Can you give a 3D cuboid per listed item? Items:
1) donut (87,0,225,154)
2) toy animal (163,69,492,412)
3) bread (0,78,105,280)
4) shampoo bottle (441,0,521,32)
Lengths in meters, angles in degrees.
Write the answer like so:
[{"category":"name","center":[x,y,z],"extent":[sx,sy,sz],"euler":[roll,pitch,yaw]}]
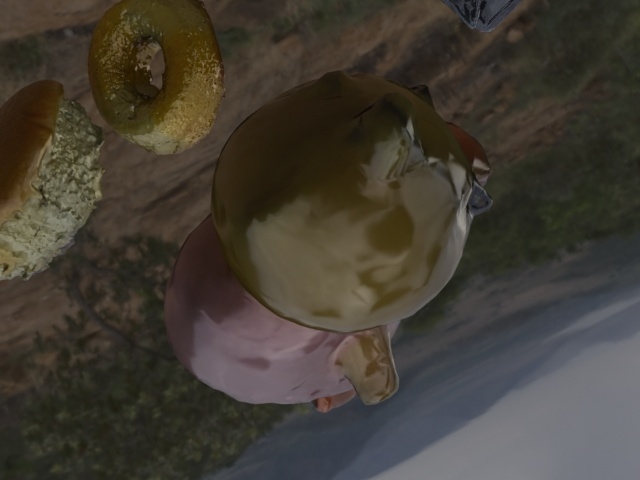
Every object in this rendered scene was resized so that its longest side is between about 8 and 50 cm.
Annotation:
[{"category":"donut","center":[-0.181,-0.181,0.966],"extent":[0.162,0.178,0.065],"euler":[-31,163,27]},{"category":"toy animal","center":[-0.003,0.000,0.537],"extent":[0.169,0.195,0.281],"euler":[-21,162,-34]},{"category":"bread","center":[-0.321,-0.052,0.934],"extent":[0.121,0.174,0.245],"euler":[20,149,-36]},{"category":"shampoo bottle","center":[0.146,-0.255,0.852],"extent":[0.071,0.098,0.309],"euler":[-44,-176,23]}]
